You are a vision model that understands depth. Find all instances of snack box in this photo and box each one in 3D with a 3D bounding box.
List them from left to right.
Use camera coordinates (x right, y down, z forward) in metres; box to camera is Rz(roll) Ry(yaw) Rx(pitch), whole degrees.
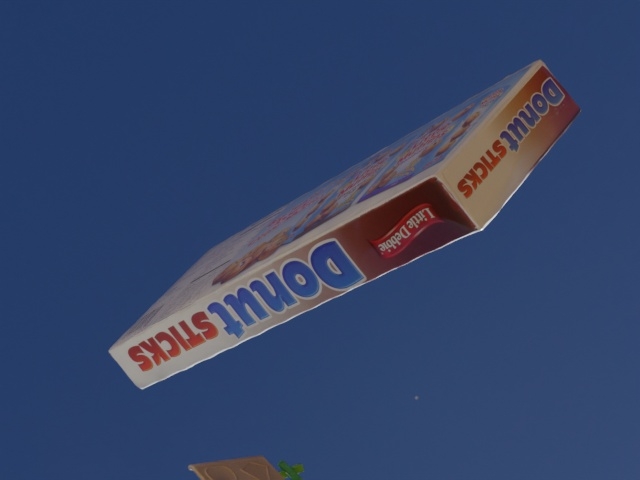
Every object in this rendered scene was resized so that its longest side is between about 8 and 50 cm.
[{"bbox_3d":[0.000,0.000,0.462,0.022,0.178,0.064,52,-130,-9],"label":"snack box"}]

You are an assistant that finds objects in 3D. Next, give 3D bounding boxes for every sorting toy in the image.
[{"bbox_3d":[-0.033,0.151,0.895,0.062,0.083,0.012,36,-64,41],"label":"sorting toy"}]
